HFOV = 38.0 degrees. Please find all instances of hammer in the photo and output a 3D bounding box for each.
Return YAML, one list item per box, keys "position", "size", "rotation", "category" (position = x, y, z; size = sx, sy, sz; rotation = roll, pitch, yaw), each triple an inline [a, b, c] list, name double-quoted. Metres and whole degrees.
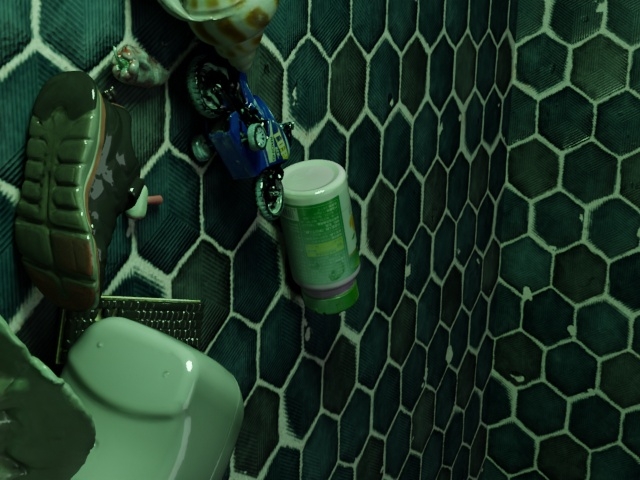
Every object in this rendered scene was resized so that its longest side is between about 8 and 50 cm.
- position: [-0.247, -0.057, 1.321]
  size: [0.083, 0.031, 0.053]
  rotation: [-12, 112, -67]
  category: "hammer"

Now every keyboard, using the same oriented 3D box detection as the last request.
- position: [-0.265, 0.132, 1.343]
  size: [0.317, 0.027, 0.106]
  rotation: [9, 89, -63]
  category: "keyboard"

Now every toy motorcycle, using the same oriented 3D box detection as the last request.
- position: [-0.117, -0.182, 1.450]
  size: [0.315, 0.113, 0.169]
  rotation: [61, 34, -38]
  category: "toy motorcycle"

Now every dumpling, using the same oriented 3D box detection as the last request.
- position: [-0.394, 0.166, 0.939]
  size: [0.270, 0.212, 0.321]
  rotation: [-30, 150, -12]
  category: "dumpling"

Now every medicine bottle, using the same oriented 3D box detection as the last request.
- position: [0.000, 0.000, 1.694]
  size: [0.133, 0.133, 0.274]
  rotation: [-49, 140, -45]
  category: "medicine bottle"

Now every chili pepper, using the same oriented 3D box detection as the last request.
- position: [-0.246, -0.233, 1.257]
  size: [0.050, 0.041, 0.153]
  rotation: [-64, 171, 9]
  category: "chili pepper"

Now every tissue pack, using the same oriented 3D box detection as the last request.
- position: [-0.247, 0.286, 1.188]
  size: [0.333, 0.229, 0.236]
  rotation: [-62, 154, -18]
  category: "tissue pack"

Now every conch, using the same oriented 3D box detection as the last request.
- position: [-0.145, -0.357, 1.280]
  size: [0.149, 0.182, 0.275]
  rotation: [-127, -165, -71]
  category: "conch"

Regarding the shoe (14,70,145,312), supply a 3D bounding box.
- position: [-0.292, -0.058, 1.156]
  size: [0.137, 0.114, 0.291]
  rotation: [4, 90, -68]
  category: "shoe"
